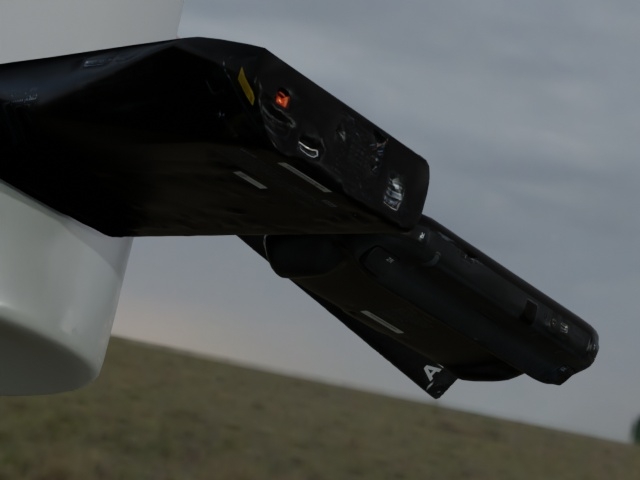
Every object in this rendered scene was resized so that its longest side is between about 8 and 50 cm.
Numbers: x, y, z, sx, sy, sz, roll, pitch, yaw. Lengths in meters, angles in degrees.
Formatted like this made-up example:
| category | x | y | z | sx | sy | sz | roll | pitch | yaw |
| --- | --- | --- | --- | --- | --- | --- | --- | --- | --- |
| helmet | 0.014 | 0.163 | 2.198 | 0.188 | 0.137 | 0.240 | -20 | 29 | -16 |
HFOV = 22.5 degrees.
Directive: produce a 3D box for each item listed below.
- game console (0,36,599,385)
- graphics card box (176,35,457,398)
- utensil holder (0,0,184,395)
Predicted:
| category | x | y | z | sx | sy | sz | roll | pitch | yaw |
| --- | --- | --- | --- | --- | --- | --- | --- | --- | --- |
| game console | 0.000 | 0.000 | 0.818 | 0.213 | 0.044 | 0.361 | 0 | -23 | 44 |
| graphics card box | -0.018 | -0.027 | 1.479 | 0.371 | 0.094 | 0.233 | 41 | 5 | -15 |
| utensil holder | -0.245 | -0.128 | 0.967 | 0.327 | 0.385 | 0.327 | 8 | -16 | 2 |
